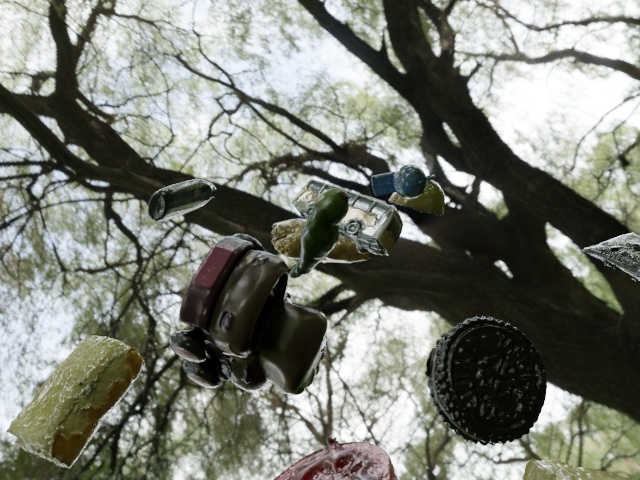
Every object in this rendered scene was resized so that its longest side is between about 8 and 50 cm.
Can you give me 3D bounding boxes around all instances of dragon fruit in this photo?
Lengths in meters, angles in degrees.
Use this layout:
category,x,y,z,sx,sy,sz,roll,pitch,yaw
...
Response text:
category,x,y,z,sx,sy,sz,roll,pitch,yaw
dragon fruit,0.019,0.587,1.129,0.386,0.249,0.371,-25,10,31

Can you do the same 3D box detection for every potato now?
category,x,y,z,sx,sy,sz,roll,pitch,yaw
potato,0.352,-0.166,2.063,0.182,0.202,0.117,-75,0,-77

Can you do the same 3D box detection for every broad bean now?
category,x,y,z,sx,sy,sz,roll,pitch,yaw
broad bean,-0.020,-0.003,1.165,0.056,0.098,0.318,-46,1,-41

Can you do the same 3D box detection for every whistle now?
category,x,y,z,sx,sy,sz,roll,pitch,yaw
whistle,0.197,-0.138,1.402,0.158,0.090,0.090,-10,-34,17

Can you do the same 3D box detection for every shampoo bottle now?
category,x,y,z,sx,sy,sz,roll,pitch,yaw
shampoo bottle,-0.331,-0.104,1.425,0.087,0.049,0.234,-66,-12,22

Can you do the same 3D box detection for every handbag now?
category,x,y,z,sx,sy,sz,roll,pitch,yaw
handbag,0.880,0.052,1.587,0.211,0.254,0.088,-9,-66,-21

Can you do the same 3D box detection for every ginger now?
category,x,y,z,sx,sy,sz,roll,pitch,yaw
ginger,-0.018,-0.006,1.923,0.236,0.376,0.166,18,-105,-37

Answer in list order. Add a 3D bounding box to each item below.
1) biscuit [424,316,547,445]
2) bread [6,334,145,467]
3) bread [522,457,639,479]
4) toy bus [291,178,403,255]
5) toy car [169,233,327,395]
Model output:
category,x,y,z,sx,sy,sz,roll,pitch,yaw
biscuit,0.252,0.210,0.881,0.195,0.194,0.053,-32,-9,-23
bread,-0.716,0.471,1.737,0.375,0.237,0.165,-56,-42,-37
bread,0.468,0.559,0.963,0.324,0.143,0.332,13,-87,-6
toy bus,0.071,-0.067,1.626,0.138,0.343,0.097,-53,-42,-17
toy car,-0.117,0.163,1.134,0.340,0.240,0.271,82,-151,-55
